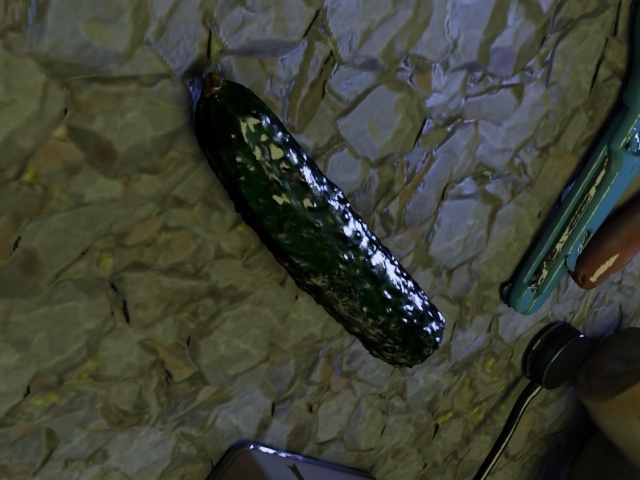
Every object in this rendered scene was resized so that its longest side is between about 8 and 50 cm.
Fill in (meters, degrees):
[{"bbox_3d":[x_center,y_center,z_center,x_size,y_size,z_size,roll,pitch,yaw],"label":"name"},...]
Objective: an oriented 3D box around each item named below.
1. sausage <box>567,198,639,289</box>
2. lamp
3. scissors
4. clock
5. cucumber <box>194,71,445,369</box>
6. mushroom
[{"bbox_3d":[0.305,-0.019,0.784,0.186,0.043,0.043,-36,135,-12],"label":"sausage"},{"bbox_3d":[0.165,0.255,0.797,0.371,0.108,0.130,-46,137,-11],"label":"lamp"},{"bbox_3d":[0.265,-0.101,0.700,0.180,0.032,0.393,16,109,-43],"label":"scissors"},{"bbox_3d":[-0.027,0.254,0.700,0.192,0.071,0.147,29,101,-45],"label":"clock"},{"bbox_3d":[0.000,0.000,0.548,0.067,0.067,0.293,-45,136,-2],"label":"cucumber"},{"bbox_3d":[0.392,0.221,0.900,0.292,0.292,0.290,-30,105,-17],"label":"mushroom"}]
